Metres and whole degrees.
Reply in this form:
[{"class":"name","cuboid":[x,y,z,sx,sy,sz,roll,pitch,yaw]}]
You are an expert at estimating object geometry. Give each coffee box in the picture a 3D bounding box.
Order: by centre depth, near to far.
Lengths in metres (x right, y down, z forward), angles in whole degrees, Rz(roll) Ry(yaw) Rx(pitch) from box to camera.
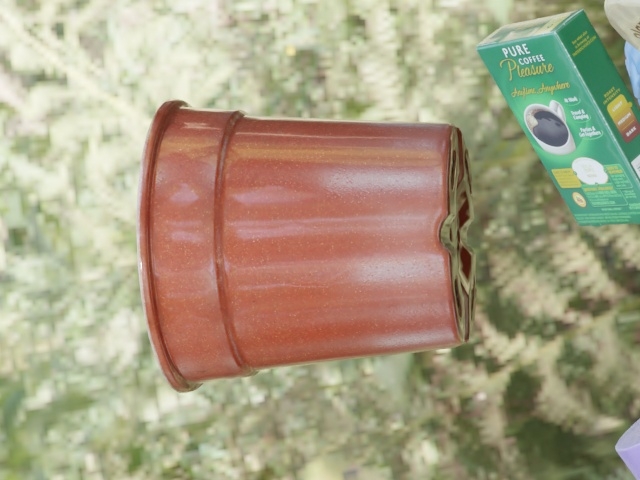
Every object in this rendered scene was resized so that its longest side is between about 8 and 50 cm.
[{"class":"coffee box","cuboid":[0.212,-0.097,1.406,0.184,0.040,0.113,57,156,-14]}]

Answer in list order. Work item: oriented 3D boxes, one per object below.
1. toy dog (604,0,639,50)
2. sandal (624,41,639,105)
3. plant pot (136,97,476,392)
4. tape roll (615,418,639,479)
[{"class":"toy dog","cuboid":[0.099,-0.202,0.692,0.161,0.220,0.334,17,149,42]},{"class":"sandal","cuboid":[0.244,-0.103,0.956,0.317,0.126,0.138,-98,10,-68]},{"class":"plant pot","cuboid":[0.000,0.000,1.569,0.272,0.265,0.272,-2,-90,-79]},{"class":"tape roll","cuboid":[0.288,0.112,1.110,0.080,0.189,0.189,55,144,5]}]
